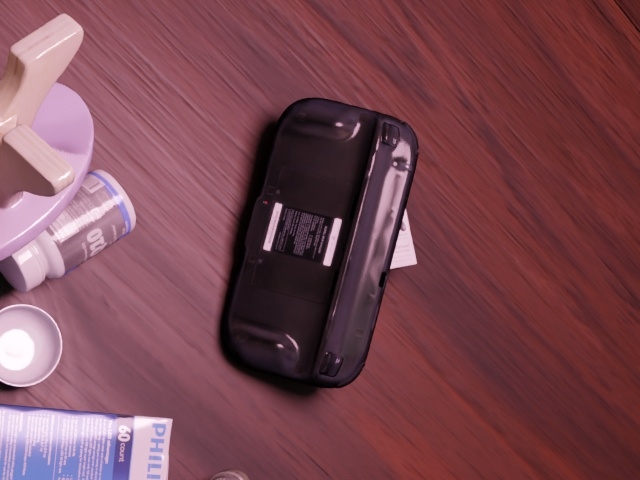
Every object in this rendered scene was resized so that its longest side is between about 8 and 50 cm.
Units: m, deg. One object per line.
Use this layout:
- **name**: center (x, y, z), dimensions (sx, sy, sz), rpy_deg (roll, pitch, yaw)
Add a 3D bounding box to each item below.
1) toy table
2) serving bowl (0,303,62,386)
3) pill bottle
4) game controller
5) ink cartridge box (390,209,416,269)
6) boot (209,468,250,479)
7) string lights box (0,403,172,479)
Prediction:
- **toy table**: center (-0.330, -0.093, 1.136), dimensions (0.252, 0.161, 0.274), rpy_deg (31, 59, 7)
- **serving bowl**: center (-0.307, 0.108, 1.226), dimensions (0.083, 0.027, 0.083), rpy_deg (6, 78, -29)
- **pill bottle**: center (-0.265, -0.009, 1.240), dimensions (0.137, 0.078, 0.078), rpy_deg (-36, 99, -29)
- **game controller**: center (0.000, 0.000, 1.352), dimensions (0.166, 0.067, 0.319), rpy_deg (14, 84, 11)
- **ink cartridge box**: center (0.040, -0.048, 1.428), dimensions (0.104, 0.060, 0.180), rpy_deg (-10, 87, -29)
- **boot**: center (-0.120, 0.330, 1.201), dimensions (0.208, 0.076, 0.189), rpy_deg (-13, 87, -74)
- **string lights box**: center (-0.283, 0.231, 1.189), dimensions (0.260, 0.077, 0.133), rpy_deg (10, 77, -28)
